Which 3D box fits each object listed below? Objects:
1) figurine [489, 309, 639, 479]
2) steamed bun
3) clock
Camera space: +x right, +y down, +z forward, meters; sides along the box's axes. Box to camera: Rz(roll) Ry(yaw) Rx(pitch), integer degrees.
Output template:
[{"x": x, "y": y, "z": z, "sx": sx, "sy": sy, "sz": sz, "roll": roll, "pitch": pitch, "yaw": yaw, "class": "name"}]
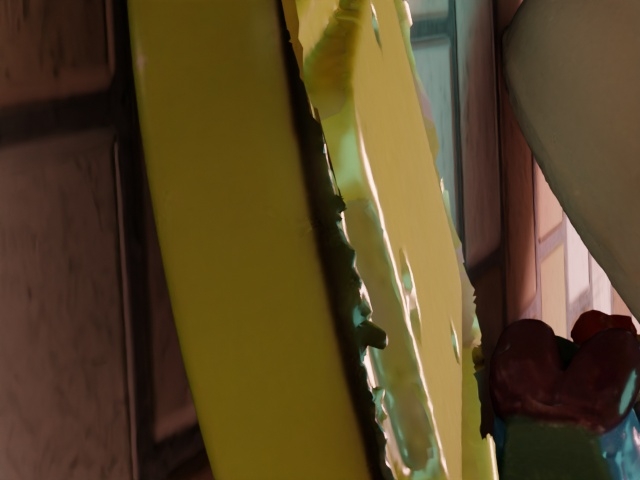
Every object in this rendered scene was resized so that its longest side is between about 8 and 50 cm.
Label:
[{"x": 0.150, "y": 0.091, "z": 0.979, "sx": 0.234, "sy": 0.127, "sz": 0.185, "roll": -47, "pitch": 127, "yaw": -53, "class": "figurine"}, {"x": 0.228, "y": -0.046, "z": 0.965, "sx": 0.283, "sy": 0.177, "sz": 0.283, "roll": 49, "pitch": 17, "yaw": -21, "class": "steamed bun"}, {"x": -0.004, "y": 0.001, "z": 0.524, "sx": 0.293, "sy": 0.071, "sz": 0.277, "roll": -74, "pitch": 151, "yaw": -73, "class": "clock"}]
